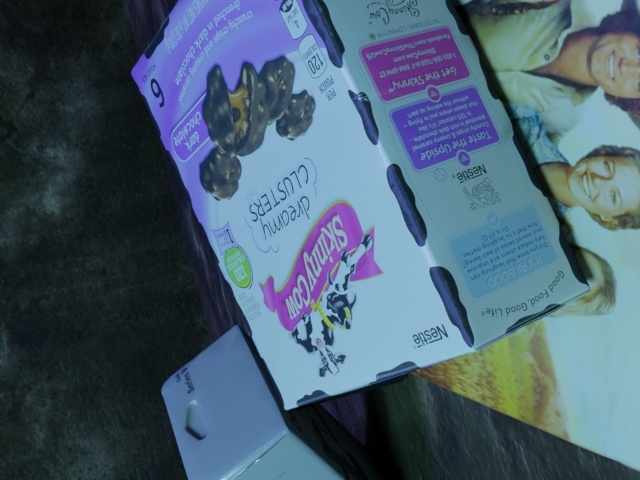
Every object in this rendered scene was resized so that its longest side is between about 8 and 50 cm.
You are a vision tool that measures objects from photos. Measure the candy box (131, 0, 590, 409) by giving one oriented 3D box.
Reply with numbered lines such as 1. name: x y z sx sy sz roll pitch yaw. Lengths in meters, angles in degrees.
1. candy box: 0.005 -0.034 0.428 0.165 0.070 0.196 -32 81 57

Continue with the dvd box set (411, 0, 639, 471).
1. dvd box set: 0.101 -0.059 0.398 0.420 0.062 0.307 18 123 50

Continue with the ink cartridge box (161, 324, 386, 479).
1. ink cartridge box: -0.029 0.262 1.064 0.289 0.121 0.211 49 -178 -34

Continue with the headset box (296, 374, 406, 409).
1. headset box: 0.000 0.000 0.986 0.246 0.131 0.283 95 157 -45
